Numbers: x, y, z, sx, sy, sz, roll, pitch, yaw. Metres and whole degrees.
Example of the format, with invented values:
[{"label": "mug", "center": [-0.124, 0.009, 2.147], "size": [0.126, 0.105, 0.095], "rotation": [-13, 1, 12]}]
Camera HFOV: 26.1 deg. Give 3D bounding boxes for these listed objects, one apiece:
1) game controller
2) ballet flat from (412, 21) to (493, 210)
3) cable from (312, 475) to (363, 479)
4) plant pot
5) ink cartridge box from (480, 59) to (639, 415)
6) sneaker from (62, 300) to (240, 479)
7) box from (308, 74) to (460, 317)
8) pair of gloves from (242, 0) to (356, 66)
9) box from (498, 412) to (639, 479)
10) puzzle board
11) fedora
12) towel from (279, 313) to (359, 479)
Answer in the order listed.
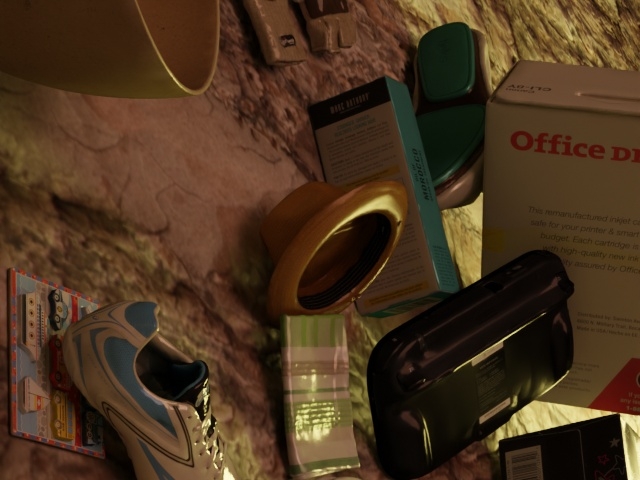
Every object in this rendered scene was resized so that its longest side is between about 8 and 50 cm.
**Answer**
[{"label": "game controller", "center": [0.169, 0.131, 1.483], "size": [0.319, 0.067, 0.166], "rotation": [-26, 123, -39]}, {"label": "ballet flat", "center": [0.170, -0.128, 1.727], "size": [0.139, 0.139, 0.400], "rotation": [55, 27, -28]}, {"label": "cable", "center": [0.016, 0.330, 1.164], "size": [0.257, 0.089, 0.257], "rotation": [-9, 79, -64]}, {"label": "plant pot", "center": [-0.201, -0.228, 0.984], "size": [0.284, 0.190, 0.284], "rotation": [-9, 90, -80]}, {"label": "ink cartridge box", "center": [0.340, -0.001, 1.625], "size": [0.160, 0.279, 0.385], "rotation": [-53, 147, -57]}, {"label": "sneaker", "center": [-0.108, 0.141, 1.049], "size": [0.085, 0.086, 0.237], "rotation": [-83, 152, -48]}, {"label": "box", "center": [0.069, -0.046, 1.499], "size": [0.060, 0.100, 0.244], "rotation": [11, 63, -61]}, {"label": "pair of gloves", "center": [-0.039, -0.296, 1.531], "size": [0.240, 0.042, 0.204], "rotation": [-30, 103, -61]}, {"label": "box", "center": [0.311, 0.354, 1.613], "size": [0.142, 0.163, 0.247], "rotation": [45, 36, -46]}, {"label": "puzzle board", "center": [-0.192, 0.091, 1.019], "size": [0.096, 0.011, 0.128], "rotation": [30, 47, -52]}, {"label": "fedora", "center": [0.000, 0.000, 1.326], "size": [0.079, 0.194, 0.194], "rotation": [39, 16, 25]}, {"label": "towel", "center": [0.000, 0.144, 1.297], "size": [0.113, 0.023, 0.152], "rotation": [5, 80, -61]}]
